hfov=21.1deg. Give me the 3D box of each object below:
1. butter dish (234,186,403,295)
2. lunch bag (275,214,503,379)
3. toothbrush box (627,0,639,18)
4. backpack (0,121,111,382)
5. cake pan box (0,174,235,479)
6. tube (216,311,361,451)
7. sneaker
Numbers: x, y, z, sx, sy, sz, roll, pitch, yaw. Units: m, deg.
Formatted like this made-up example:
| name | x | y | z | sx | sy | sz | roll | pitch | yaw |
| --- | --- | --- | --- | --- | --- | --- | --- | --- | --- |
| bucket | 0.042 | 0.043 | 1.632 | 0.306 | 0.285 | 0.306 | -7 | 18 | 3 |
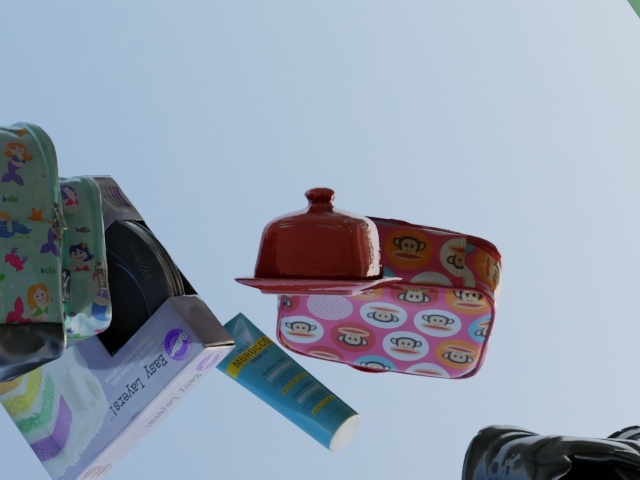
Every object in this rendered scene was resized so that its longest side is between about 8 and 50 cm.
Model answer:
| name | x | y | z | sx | sy | sz | roll | pitch | yaw |
| --- | --- | --- | --- | --- | --- | --- | --- | --- | --- |
| butter dish | 0.000 | 0.000 | 1.874 | 0.160 | 0.118 | 0.160 | 0 | 180 | 16 |
| lunch bag | 0.087 | 0.090 | 2.271 | 0.293 | 0.258 | 0.120 | 10 | -129 | 2 |
| toothbrush box | 0.317 | -0.199 | 1.211 | 0.206 | 0.122 | 0.283 | 9 | -139 | -32 |
| backpack | -0.319 | 0.007 | 1.704 | 0.191 | 0.225 | 0.253 | -9 | -99 | -29 |
| cake pan box | -0.247 | 0.097 | 1.846 | 0.245 | 0.267 | 0.070 | 53 | -156 | 16 |
| tube | -0.046 | 0.160 | 1.949 | 0.207 | 0.052 | 0.080 | 35 | -129 | 26 |
| sneaker | 0.266 | 0.219 | 1.498 | 0.286 | 0.130 | 0.109 | 2 | -91 | -32 |
